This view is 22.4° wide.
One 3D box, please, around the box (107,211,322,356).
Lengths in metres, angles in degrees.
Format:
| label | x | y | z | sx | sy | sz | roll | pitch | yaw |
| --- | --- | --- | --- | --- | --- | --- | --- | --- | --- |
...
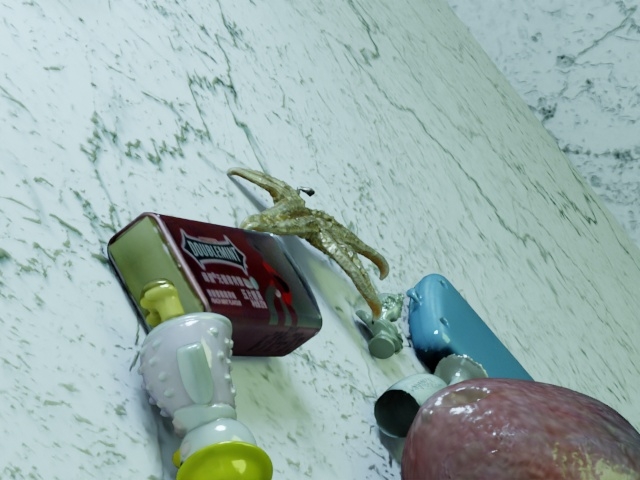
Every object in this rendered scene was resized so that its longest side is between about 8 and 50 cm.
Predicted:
| label | x | y | z | sx | sy | sz | roll | pitch | yaw |
| --- | --- | --- | --- | --- | --- | --- | --- | --- | --- |
| box | -0.089 | 0.042 | 1.421 | 0.120 | 0.069 | 0.224 | 60 | 20 | 18 |

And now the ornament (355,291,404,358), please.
| label | x | y | z | sx | sy | sz | roll | pitch | yaw |
| --- | --- | --- | --- | --- | --- | --- | --- | --- | --- |
| ornament | 0.070 | 0.095 | 1.788 | 0.068 | 0.041 | 0.092 | 30 | 39 | -42 |

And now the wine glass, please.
| label | x | y | z | sx | sy | sz | roll | pitch | yaw |
| --- | --- | --- | --- | --- | --- | --- | --- | --- | --- |
| wine glass | 0.117 | 0.169 | 1.728 | 0.074 | 0.074 | 0.262 | 57 | 18 | 9 |

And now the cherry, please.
| label | x | y | z | sx | sy | sz | roll | pitch | yaw |
| --- | --- | --- | --- | --- | --- | --- | --- | --- | --- |
| cherry | 0.205 | 0.246 | 1.558 | 0.307 | 0.221 | 0.261 | 30 | 8 | -25 |

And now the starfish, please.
| label | x | y | z | sx | sy | sz | roll | pitch | yaw |
| --- | --- | --- | --- | --- | --- | --- | --- | --- | --- |
| starfish | 0.002 | 0.000 | 1.734 | 0.247 | 0.050 | 0.138 | 30 | 26 | -31 |

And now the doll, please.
| label | x | y | z | sx | sy | sz | roll | pitch | yaw |
| --- | --- | --- | --- | --- | --- | --- | --- | --- | --- |
| doll | -0.091 | 0.126 | 1.234 | 0.129 | 0.081 | 0.207 | 88 | -16 | -59 |

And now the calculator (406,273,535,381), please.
| label | x | y | z | sx | sy | sz | roll | pitch | yaw |
| --- | --- | --- | --- | --- | --- | --- | --- | --- | --- |
| calculator | 0.197 | 0.162 | 1.973 | 0.293 | 0.051 | 0.173 | 48 | 21 | -20 |
